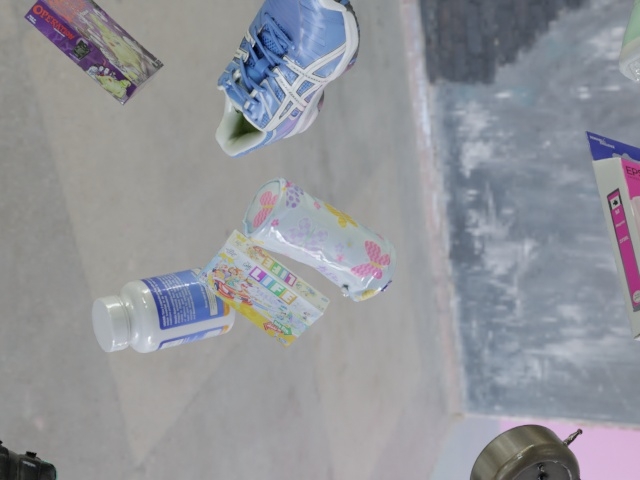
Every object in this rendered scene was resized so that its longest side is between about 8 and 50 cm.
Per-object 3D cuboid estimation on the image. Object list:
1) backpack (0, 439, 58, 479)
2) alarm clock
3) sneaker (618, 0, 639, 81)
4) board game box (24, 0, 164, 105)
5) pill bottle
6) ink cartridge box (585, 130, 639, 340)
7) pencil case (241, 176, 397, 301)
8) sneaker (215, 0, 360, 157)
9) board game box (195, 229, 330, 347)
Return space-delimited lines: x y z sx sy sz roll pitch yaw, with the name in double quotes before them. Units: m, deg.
"backpack" -0.510 0.418 1.657 0.144 0.165 0.188 -57 -158 6
"alarm clock" 0.231 0.294 1.268 0.064 0.192 0.129 -125 -150 -60
"sneaker" 0.398 -0.259 1.010 0.094 0.256 0.151 23 68 -31
"board game box" -0.382 -0.342 1.830 0.056 0.208 0.347 -50 -169 11
"pill bottle" -0.326 0.147 2.183 0.272 0.152 0.152 -11 103 -32
"ink cartridge box" 0.523 -0.011 1.623 0.175 0.069 0.371 13 55 -28
"pencil case" 0.000 0.000 1.798 0.273 0.124 0.113 31 22 -26
"sneaker" -0.031 -0.133 0.825 0.081 0.080 0.211 -38 164 -28
"board game box" -0.076 0.064 1.369 0.154 0.103 0.026 37 46 -6
